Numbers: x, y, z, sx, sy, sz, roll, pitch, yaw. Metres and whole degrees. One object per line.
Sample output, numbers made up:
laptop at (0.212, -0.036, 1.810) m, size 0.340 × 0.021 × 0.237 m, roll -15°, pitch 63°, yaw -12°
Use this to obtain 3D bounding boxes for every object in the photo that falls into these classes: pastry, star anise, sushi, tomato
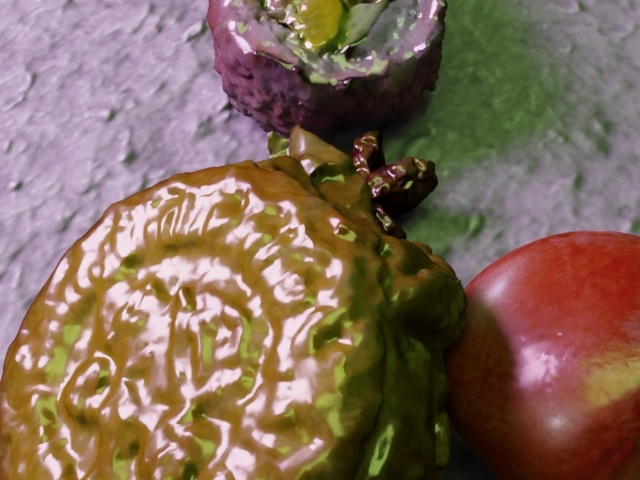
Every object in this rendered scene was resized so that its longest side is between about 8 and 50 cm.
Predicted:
pastry at (-0.046, 0.072, 0.479) m, size 0.235 × 0.132 × 0.240 m, roll -48°, pitch 58°, yaw 12°
star anise at (0.000, 0.000, 0.622) m, size 0.097 × 0.070 × 0.191 m, roll 23°, pitch 63°, yaw 15°
sushi at (-0.008, -0.178, 0.717) m, size 0.161 × 0.107 × 0.241 m, roll -13°, pitch 61°, yaw -8°
tomato at (0.150, 0.075, 0.502) m, size 0.167 × 0.167 × 0.167 m, roll -2°, pitch 55°, yaw 2°
